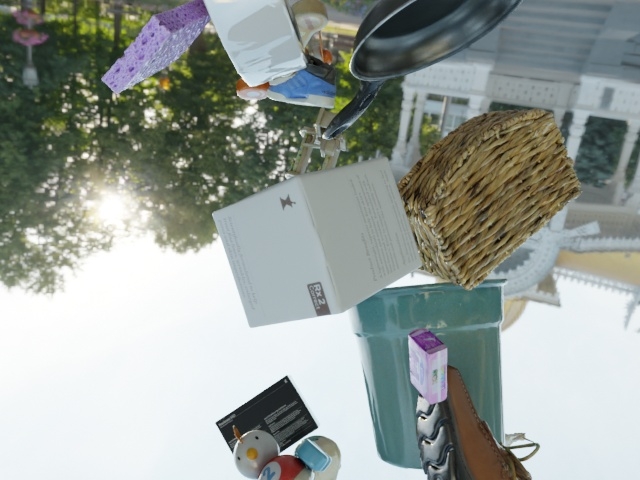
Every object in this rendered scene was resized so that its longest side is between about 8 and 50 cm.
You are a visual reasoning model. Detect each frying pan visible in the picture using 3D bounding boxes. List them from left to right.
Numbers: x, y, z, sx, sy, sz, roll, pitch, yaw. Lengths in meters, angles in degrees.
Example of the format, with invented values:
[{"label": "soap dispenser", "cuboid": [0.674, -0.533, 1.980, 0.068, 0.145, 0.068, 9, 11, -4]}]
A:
[{"label": "frying pan", "cuboid": [0.108, -0.218, 0.628, 0.197, 0.053, 0.326, -21, 175, -11]}]

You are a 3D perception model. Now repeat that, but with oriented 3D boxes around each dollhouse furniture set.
[{"label": "dollhouse furniture set", "cuboid": [-0.025, -0.149, 1.083, 0.101, 0.182, 0.161, 16, 167, 8]}]

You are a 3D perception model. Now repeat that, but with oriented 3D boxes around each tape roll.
[{"label": "tape roll", "cuboid": [-0.109, -0.382, 0.804, 0.100, 0.286, 0.286, -18, -163, 6]}]

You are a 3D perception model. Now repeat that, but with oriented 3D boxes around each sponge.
[{"label": "sponge", "cuboid": [-0.219, -0.282, 0.771, 0.031, 0.117, 0.210, 44, -153, -17]}]

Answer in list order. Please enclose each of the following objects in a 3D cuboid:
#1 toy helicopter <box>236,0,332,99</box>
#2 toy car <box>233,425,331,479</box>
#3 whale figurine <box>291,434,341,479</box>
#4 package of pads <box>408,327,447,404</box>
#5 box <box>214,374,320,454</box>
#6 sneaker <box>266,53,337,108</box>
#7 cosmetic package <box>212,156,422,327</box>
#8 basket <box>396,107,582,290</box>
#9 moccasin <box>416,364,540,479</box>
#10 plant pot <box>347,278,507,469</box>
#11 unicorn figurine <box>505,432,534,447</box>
[{"label": "toy helicopter", "cuboid": [-0.056, -0.446, 1.273, 0.234, 0.140, 0.355, 1, 171, -21]}, {"label": "toy car", "cuboid": [-0.134, 0.527, 1.290, 0.238, 0.219, 0.210, 36, 165, 18]}, {"label": "whale figurine", "cuboid": [-0.023, 0.791, 1.841, 0.141, 0.272, 0.216, 7, -166, 41]}, {"label": "package of pads", "cuboid": [0.133, 0.155, 0.675, 0.031, 0.083, 0.050, -17, -151, -18]}, {"label": "box", "cuboid": [-0.158, 0.561, 1.667, 0.261, 0.184, 0.103, -32, 168, -4]}, {"label": "sneaker", "cuboid": [-0.032, -0.286, 0.969, 0.152, 0.085, 0.058, 19, -164, 41]}, {"label": "cosmetic package", "cuboid": [0.000, 0.000, 0.666, 0.151, 0.151, 0.183, -17, -178, 41]}, {"label": "basket", "cuboid": [0.251, -0.095, 0.959, 0.299, 0.214, 0.223, -39, -158, -11]}, {"label": "moccasin", "cuboid": [0.256, 0.367, 0.816, 0.146, 0.139, 0.380, -4, -131, -22]}, {"label": "plant pot", "cuboid": [0.225, 0.259, 1.105, 0.340, 0.334, 0.341, -6, 173, -1]}, {"label": "unicorn figurine", "cuboid": [0.484, 0.552, 1.468, 0.111, 0.162, 0.060, 1, -134, -7]}]
